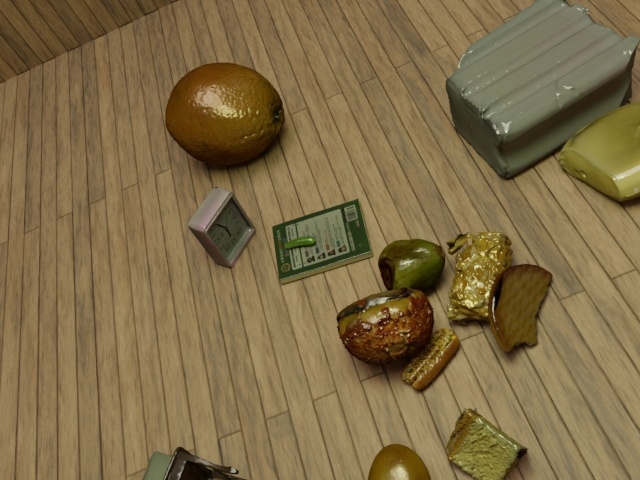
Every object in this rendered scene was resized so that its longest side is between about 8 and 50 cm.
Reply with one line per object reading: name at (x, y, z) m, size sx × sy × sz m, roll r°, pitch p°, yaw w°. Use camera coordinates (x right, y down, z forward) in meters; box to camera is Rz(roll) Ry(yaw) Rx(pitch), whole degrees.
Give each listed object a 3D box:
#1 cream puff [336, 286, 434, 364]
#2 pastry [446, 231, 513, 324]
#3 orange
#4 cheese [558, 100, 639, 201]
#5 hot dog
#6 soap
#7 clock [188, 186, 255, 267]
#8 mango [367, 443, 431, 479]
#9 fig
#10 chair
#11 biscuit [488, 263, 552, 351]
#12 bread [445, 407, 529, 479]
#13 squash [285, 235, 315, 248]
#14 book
cream puff at (0.150, 0.199, 1.549) m, size 0.240 × 0.240 × 0.164 m, roll -13°, pitch 70°, yaw 13°
pastry at (0.374, 0.078, 1.624) m, size 0.154 × 0.102 × 0.250 m, roll 4°, pitch 59°, yaw 21°
orange at (-0.293, -0.389, 2.115) m, size 0.357 × 0.322 × 0.322 m, roll 8°, pitch 59°, yaw 16°
cheese at (0.782, -0.242, 1.682) m, size 0.316 × 0.128 × 0.259 m, roll -32°, pitch 48°, yaw -5°
hot dog at (0.256, 0.271, 1.566) m, size 0.165 × 0.045 × 0.071 m, roll -46°, pitch 50°, yaw -13°
soap at (0.578, -0.419, 1.840) m, size 0.435 × 0.213 × 0.350 m, roll -33°, pitch 52°, yaw -3°
clock at (-0.271, -0.036, 1.910) m, size 0.063 × 0.197 × 0.150 m, roll 18°, pitch 63°, yaw 30°
mango at (0.165, 0.529, 1.383) m, size 0.136 × 0.099 × 0.227 m, roll -17°, pitch 60°, yaw 9°
fig at (0.228, 0.061, 1.668) m, size 0.165 × 0.154 × 0.144 m, roll -21°, pitch 89°, yaw 22°
chair at (-0.311, 0.551, 1.504) m, size 0.319 × 0.186 × 0.160 m, roll 8°, pitch 64°, yaw 24°
biscuit at (0.460, 0.145, 1.547) m, size 0.228 × 0.031 × 0.176 m, roll -23°, pitch 86°, yaw -31°
bread at (0.329, 0.410, 1.372) m, size 0.147 × 0.152 × 0.127 m, roll 33°, pitch 73°, yaw 27°
squash at (-0.057, 0.005, 1.866) m, size 0.089 × 0.027 × 0.027 m, roll -9°, pitch 52°, yaw 16°
book at (0.000, 0.000, 1.883) m, size 0.264 × 0.027 × 0.202 m, roll -18°, pitch 51°, yaw 8°
